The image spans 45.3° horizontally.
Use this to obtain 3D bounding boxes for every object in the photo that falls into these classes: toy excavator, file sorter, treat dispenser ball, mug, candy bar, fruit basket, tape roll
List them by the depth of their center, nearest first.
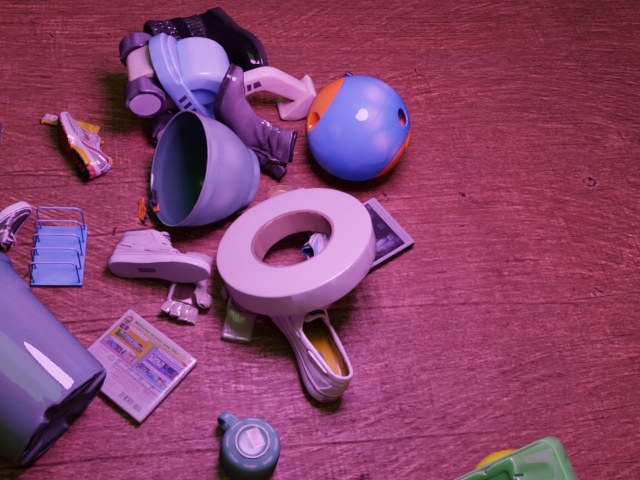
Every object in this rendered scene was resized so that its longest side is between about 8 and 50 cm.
[{"bbox_3d":[0.383,0.564,1.581,0.392,0.392,0.282,-8,59,-16],"label":"fruit basket"},{"bbox_3d":[-0.164,0.444,1.656,0.158,0.097,0.129,18,55,1],"label":"mug"},{"bbox_3d":[-0.058,0.017,1.848,0.392,0.072,0.392,-11,40,10],"label":"tape roll"},{"bbox_3d":[-0.634,0.013,1.853,0.118,0.104,0.170,1,56,-11],"label":"file sorter"},{"bbox_3d":[0.101,-0.306,2.094,0.288,0.288,0.288,5,56,-7],"label":"treat dispenser ball"},{"bbox_3d":[-0.692,-0.320,2.117,0.162,0.018,0.040,13,52,-1],"label":"candy bar"},{"bbox_3d":[-0.270,-0.427,2.125,0.445,0.433,0.222,-19,58,10],"label":"toy excavator"}]

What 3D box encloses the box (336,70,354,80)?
[{"bbox_3d":[0.034,-0.414,2.260,0.029,0.116,0.162,35,57,10],"label":"box"}]

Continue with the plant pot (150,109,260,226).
[{"bbox_3d":[-0.280,-0.169,1.962,0.196,0.293,0.293,8,51,-39],"label":"plant pot"}]

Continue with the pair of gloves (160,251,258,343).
[{"bbox_3d":[-0.251,0.133,1.883,0.240,0.042,0.204,19,55,1],"label":"pair of gloves"}]

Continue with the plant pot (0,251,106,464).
[{"bbox_3d":[-0.648,0.258,1.572,0.334,0.341,0.341,39,58,5],"label":"plant pot"}]

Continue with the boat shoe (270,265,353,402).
[{"bbox_3d":[-0.022,0.187,1.804,0.136,0.156,0.367,-4,55,-32],"label":"boat shoe"}]

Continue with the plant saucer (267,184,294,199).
[{"bbox_3d":[-0.104,-0.114,2.093,0.083,0.015,0.083,5,55,-7],"label":"plant saucer"}]

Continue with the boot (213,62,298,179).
[{"bbox_3d":[-0.160,-0.311,2.017,0.223,0.338,0.118,18,59,3],"label":"boot"}]

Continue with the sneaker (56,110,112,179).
[{"bbox_3d":[-0.637,-0.258,2.057,0.093,0.088,0.225,-23,69,-35],"label":"sneaker"}]

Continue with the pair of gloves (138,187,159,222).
[{"bbox_3d":[-0.444,-0.091,1.979,0.010,0.083,0.074,16,51,-45],"label":"pair of gloves"}]

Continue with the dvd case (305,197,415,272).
[{"bbox_3d":[0.107,-0.001,2.049,0.239,0.029,0.179,-29,65,-27],"label":"dvd case"}]

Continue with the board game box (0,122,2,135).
[{"bbox_3d":[-0.910,-0.237,2.014,0.126,0.026,0.186,-2,57,-13],"label":"board game box"}]

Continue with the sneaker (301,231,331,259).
[{"bbox_3d":[0.000,0.000,1.953,0.086,0.085,0.237,16,48,-5],"label":"sneaker"}]

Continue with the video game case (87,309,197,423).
[{"bbox_3d":[-0.425,0.285,1.759,0.212,0.023,0.193,34,57,13],"label":"video game case"}]

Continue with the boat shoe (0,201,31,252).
[{"bbox_3d":[-0.776,-0.002,1.858,0.070,0.077,0.219,35,65,14],"label":"boat shoe"}]

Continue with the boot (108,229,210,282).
[{"bbox_3d":[-0.384,0.027,1.877,0.258,0.095,0.123,5,52,9],"label":"boot"}]

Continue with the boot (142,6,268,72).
[{"bbox_3d":[-0.342,-0.555,2.270,0.260,0.131,0.348,-24,53,-32],"label":"boot"}]
